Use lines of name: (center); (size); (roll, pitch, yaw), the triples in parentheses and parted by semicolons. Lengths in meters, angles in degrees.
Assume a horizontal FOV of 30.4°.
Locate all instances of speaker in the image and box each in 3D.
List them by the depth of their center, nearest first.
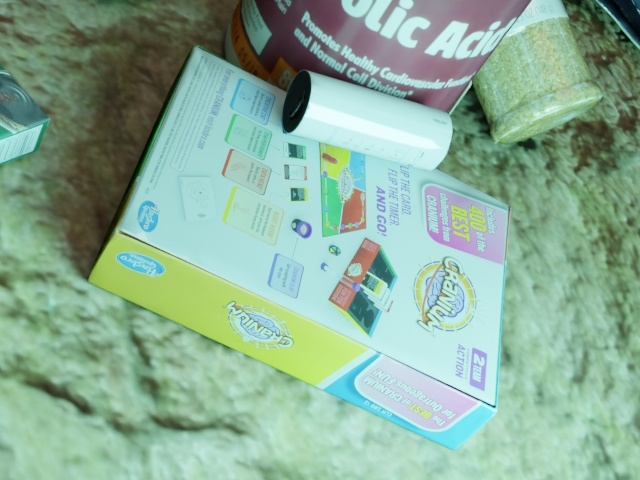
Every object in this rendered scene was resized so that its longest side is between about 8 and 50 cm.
speaker: (0.038, -0.098, 0.973); (0.136, 0.055, 0.055); (13, 46, -24)

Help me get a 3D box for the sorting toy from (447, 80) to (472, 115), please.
sorting toy: (0.128, -0.169, 1.175); (0.012, 0.083, 0.062); (-21, 66, -39)

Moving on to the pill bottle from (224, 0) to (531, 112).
pill bottle: (0.091, -0.267, 1.006); (0.224, 0.392, 0.224); (18, 44, -19)

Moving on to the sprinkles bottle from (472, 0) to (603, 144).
sprinkles bottle: (0.165, -0.280, 1.197); (0.121, 0.121, 0.355); (-17, 82, -42)

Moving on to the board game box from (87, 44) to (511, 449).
board game box: (0.000, 0.000, 0.949); (0.316, 0.064, 0.242); (26, 42, -11)

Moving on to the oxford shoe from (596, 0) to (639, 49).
oxford shoe: (0.358, -0.405, 1.457); (0.397, 0.140, 0.146); (52, 47, -5)

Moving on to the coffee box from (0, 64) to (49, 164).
coffee box: (-0.299, -0.087, 0.844); (0.113, 0.040, 0.184); (47, 42, 12)
